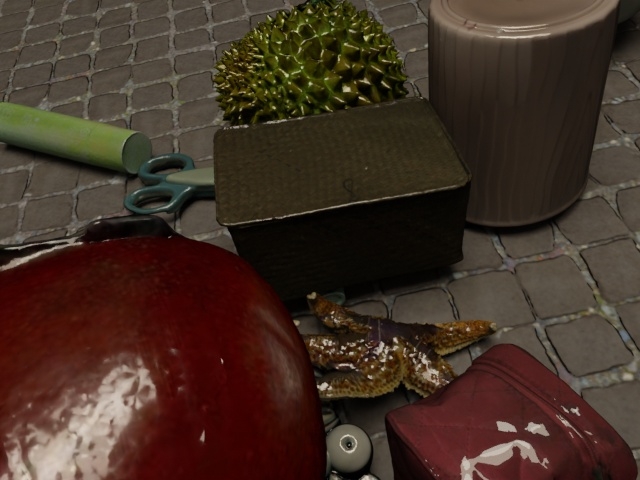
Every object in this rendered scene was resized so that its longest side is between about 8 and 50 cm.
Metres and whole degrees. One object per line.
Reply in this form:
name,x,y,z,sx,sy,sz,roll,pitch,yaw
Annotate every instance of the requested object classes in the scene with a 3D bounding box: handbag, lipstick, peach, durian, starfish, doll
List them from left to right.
lipstick,-0.428,-0.174,0.913,0.304,0.076,0.076,16,56,20
peach,-0.171,0.184,0.424,0.353,0.339,0.416,11,58,17
durian,-0.012,-0.233,0.790,0.291,0.224,0.291,4,37,-3
doll,-0.007,0.189,0.564,0.091,0.067,0.219,-19,53,-15
starfish,0.081,0.120,0.584,0.238,0.071,0.216,-14,40,-20
handbag,0.142,0.197,0.432,0.135,0.225,0.146,-28,40,-18

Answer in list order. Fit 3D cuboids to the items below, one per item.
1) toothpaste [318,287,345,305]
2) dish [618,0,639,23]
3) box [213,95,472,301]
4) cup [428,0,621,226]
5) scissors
toothpaste,0.000,0.000,0.735,0.056,0.036,0.205,-13,48,2
dish,0.417,-0.433,0.960,0.324,0.124,0.324,-5,44,5
box,0.021,-0.051,0.658,0.273,0.143,0.184,-11,46,-3
cup,0.271,-0.190,0.690,0.288,0.273,0.208,-20,45,-4
scissors,-0.150,-0.090,0.823,0.289,0.041,0.138,-2,44,9
